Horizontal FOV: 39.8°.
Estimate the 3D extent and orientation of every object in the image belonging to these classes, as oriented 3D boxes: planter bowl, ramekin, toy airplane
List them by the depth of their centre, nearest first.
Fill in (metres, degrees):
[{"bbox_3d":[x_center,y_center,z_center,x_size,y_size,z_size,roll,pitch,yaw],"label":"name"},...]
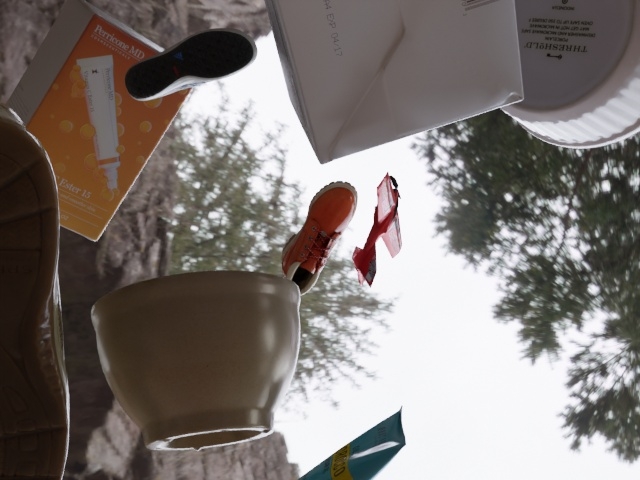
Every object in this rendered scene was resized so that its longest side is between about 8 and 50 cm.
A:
[{"bbox_3d":[-0.088,0.099,0.672,0.162,0.162,0.109,-15,-110,17],"label":"planter bowl"},{"bbox_3d":[0.068,-0.008,1.038,0.028,0.151,0.151,9,-93,19],"label":"toy airplane"},{"bbox_3d":[0.312,-0.254,1.089,0.273,0.127,0.273,-2,-93,41],"label":"ramekin"}]

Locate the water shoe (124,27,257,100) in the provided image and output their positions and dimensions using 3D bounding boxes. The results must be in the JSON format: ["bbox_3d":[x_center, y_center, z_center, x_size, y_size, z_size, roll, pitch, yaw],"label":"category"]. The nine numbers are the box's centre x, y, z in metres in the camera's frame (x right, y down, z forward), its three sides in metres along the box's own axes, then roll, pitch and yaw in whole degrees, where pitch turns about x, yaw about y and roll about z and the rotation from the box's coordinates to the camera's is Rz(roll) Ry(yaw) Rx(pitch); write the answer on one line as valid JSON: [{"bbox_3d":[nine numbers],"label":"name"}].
[{"bbox_3d":[-0.188,-0.262,1.295,0.203,0.080,0.073,-14,-79,9],"label":"water shoe"}]

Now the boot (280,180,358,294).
[{"bbox_3d":[0.000,0.000,1.116,0.059,0.085,0.158,24,-61,-13],"label":"boot"}]

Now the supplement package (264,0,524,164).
[{"bbox_3d":[0.051,-0.238,0.786,0.204,0.262,0.145,-18,-144,-3],"label":"supplement package"}]

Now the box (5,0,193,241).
[{"bbox_3d":[-0.407,-0.210,1.528,0.345,0.215,0.168,-57,-144,8],"label":"box"}]

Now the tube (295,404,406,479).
[{"bbox_3d":[-0.008,0.215,0.721,0.207,0.080,0.052,-42,-79,10],"label":"tube"}]

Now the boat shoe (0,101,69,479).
[{"bbox_3d":[-0.232,0.076,0.612,0.121,0.110,0.341,7,-74,-19],"label":"boat shoe"}]
